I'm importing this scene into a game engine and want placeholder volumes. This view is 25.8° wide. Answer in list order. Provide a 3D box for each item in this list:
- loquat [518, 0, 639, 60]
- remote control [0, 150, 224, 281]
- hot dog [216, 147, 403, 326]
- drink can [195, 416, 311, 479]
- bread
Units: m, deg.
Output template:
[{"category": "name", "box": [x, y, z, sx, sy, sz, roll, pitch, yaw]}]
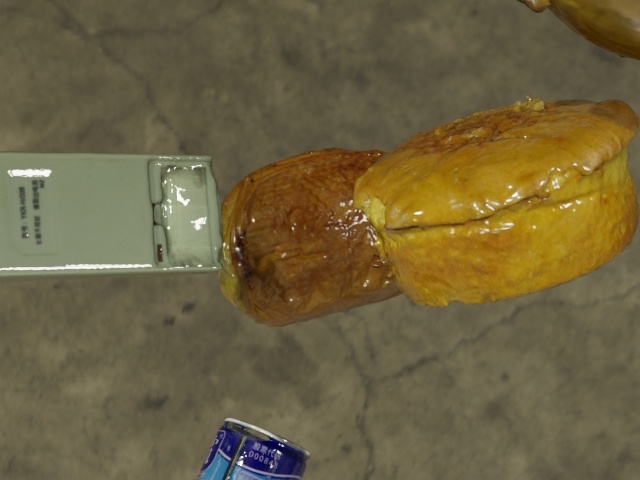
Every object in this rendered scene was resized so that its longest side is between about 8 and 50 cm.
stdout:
[{"category": "loquat", "box": [0.248, -0.287, 1.068, 0.359, 0.328, 0.328, -16, 55, 13]}, {"category": "remote control", "box": [-0.223, -0.023, 1.307, 0.285, 0.038, 0.123, -3, 81, -29]}, {"category": "hot dog", "box": [0.000, 0.000, 1.608, 0.272, 0.122, 0.196, -16, 105, -18]}, {"category": "drink can", "box": [-0.097, 0.292, 1.318, 0.097, 0.097, 0.235, 23, 76, 2]}, {"category": "bread", "box": [0.166, -0.039, 1.264, 0.268, 0.268, 0.145, -27, 107, -29]}]
